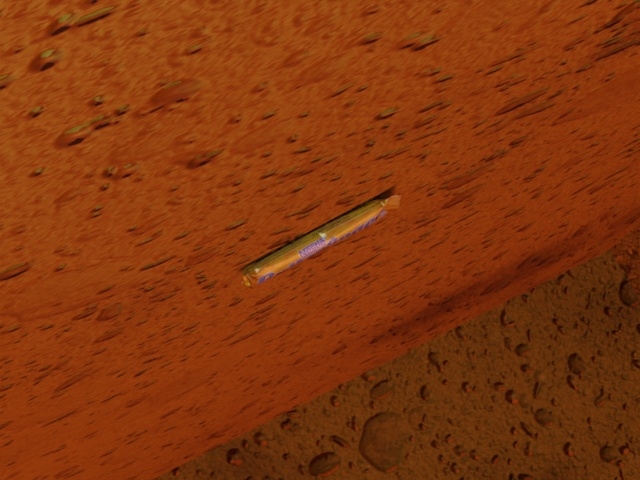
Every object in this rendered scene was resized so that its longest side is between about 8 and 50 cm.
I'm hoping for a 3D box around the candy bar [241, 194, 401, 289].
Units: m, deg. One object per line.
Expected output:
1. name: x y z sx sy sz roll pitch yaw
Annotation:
1. candy bar: 0.000 0.000 1.619 0.161 0.018 0.040 -29 169 -5
